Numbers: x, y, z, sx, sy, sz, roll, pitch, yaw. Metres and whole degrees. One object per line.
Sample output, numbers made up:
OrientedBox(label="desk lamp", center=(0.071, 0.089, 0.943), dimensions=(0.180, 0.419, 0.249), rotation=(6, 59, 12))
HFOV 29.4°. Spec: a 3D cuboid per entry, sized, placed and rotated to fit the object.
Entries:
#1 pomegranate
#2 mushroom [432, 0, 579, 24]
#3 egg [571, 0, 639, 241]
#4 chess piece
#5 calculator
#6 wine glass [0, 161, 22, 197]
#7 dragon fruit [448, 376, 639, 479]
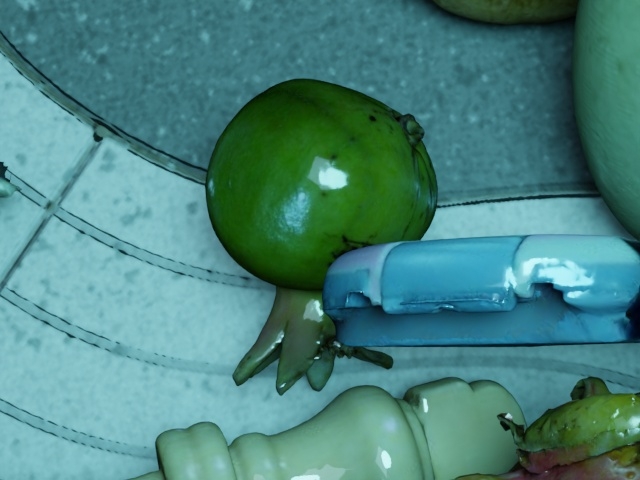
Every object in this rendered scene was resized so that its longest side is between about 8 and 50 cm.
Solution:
OrientedBox(label="pomegranate", center=(0.000, 0.000, 0.743), dimensions=(0.131, 0.152, 0.191), rotation=(6, 85, 32))
OrientedBox(label="mushroom", center=(0.143, -0.275, 0.763), dimensions=(0.278, 0.146, 0.278), rotation=(1, 112, 1))
OrientedBox(label="egg", center=(0.248, -0.111, 0.681), dimensions=(0.218, 0.295, 0.218), rotation=(13, 39, -11))
OrientedBox(label="chess piece", center=(-0.065, 0.153, 0.711), dimensions=(0.397, 0.117, 0.117), rotation=(-11, 77, -12))
OrientedBox(label="calculator", center=(0.125, 0.032, 0.655), dimensions=(0.173, 0.293, 0.051), rotation=(-5, 83, 29))
OrientedBox(label="wine glass", center=(-0.298, 0.088, 0.774), dimensions=(0.143, 0.143, 0.321), rotation=(12, 82, 10))
OrientedBox(label="dragon fruit", center=(0.172, 0.194, 0.639), dimensions=(0.291, 0.250, 0.269), rotation=(-15, 72, 19))
